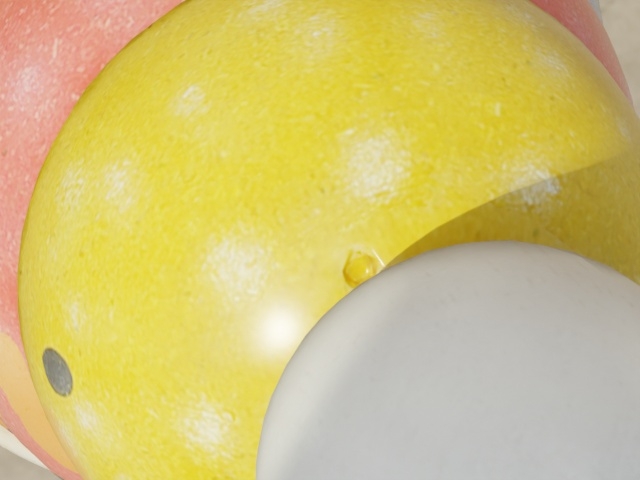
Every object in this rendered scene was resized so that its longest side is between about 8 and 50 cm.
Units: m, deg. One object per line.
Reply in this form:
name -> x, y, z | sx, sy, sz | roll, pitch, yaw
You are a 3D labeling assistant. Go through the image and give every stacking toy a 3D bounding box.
stacking toy -> 0.000, 0.000, 0.569 | 0.351, 0.480, 0.350 | -3, 106, -12
